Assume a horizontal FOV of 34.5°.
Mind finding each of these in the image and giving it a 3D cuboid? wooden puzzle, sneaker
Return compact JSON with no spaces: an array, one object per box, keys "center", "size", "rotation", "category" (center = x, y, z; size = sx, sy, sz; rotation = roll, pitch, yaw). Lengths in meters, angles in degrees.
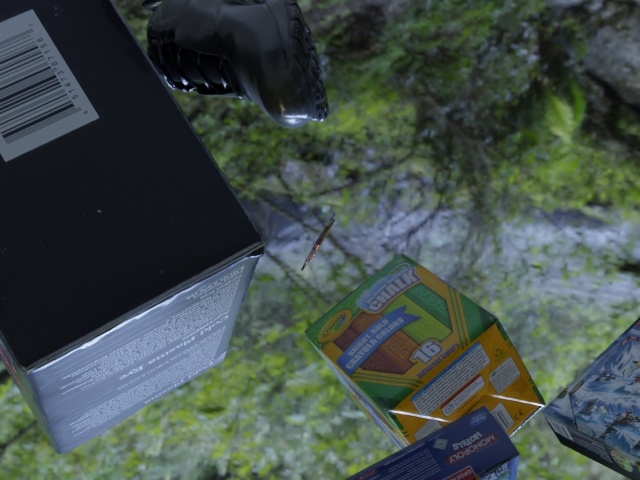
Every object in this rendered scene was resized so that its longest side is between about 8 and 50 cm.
[{"center":[0.000,0.000,1.169],"size":[0.049,0.006,0.083],"rotation":[-58,178,-35],"category":"wooden puzzle"},{"center":[-0.077,-0.158,0.862],"size":[0.286,0.130,0.109],"rotation":[-121,-168,-58],"category":"sneaker"}]

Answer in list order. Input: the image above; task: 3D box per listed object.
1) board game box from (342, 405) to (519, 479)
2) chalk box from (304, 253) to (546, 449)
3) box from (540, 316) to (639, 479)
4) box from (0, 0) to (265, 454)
[{"center":[0.087,0.261,0.894],"size":[0.060,0.194,0.194],"rotation":[56,-9,47],"category":"board game box"},{"center":[0.116,0.153,1.357],"size":[0.289,0.180,0.179],"rotation":[36,-17,55],"category":"chalk box"},{"center":[0.181,0.078,0.482],"size":[0.094,0.027,0.137],"rotation":[-40,-157,-14],"category":"box"},{"center":[-0.219,-0.042,0.809],"size":[0.179,0.343,0.312],"rotation":[-29,166,-18],"category":"box"}]
